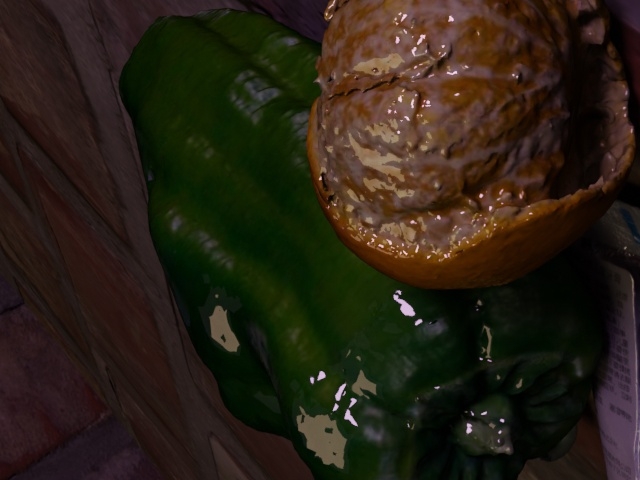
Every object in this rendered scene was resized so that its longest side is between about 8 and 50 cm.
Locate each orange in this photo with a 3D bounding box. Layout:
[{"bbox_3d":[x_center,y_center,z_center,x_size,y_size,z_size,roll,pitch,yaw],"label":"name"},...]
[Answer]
[{"bbox_3d":[0.063,-0.056,0.612,0.156,0.134,0.156,-3,-90,-77],"label":"orange"}]

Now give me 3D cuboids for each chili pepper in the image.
[{"bbox_3d":[-0.009,0.007,0.819,0.385,0.167,0.213,-129,28,-48],"label":"chili pepper"}]

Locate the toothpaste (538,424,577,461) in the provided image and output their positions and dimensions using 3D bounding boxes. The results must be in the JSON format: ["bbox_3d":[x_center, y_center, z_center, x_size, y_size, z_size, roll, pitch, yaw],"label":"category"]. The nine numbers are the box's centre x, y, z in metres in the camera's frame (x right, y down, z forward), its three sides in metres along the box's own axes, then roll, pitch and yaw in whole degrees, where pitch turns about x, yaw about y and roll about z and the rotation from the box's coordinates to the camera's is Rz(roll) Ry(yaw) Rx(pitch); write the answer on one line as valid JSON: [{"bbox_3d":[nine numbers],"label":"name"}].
[{"bbox_3d":[0.065,0.058,0.958,0.297,0.048,0.075,38,158,52],"label":"toothpaste"}]

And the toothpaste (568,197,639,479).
[{"bbox_3d":[0.178,0.110,0.729,0.114,0.073,0.299,34,144,59],"label":"toothpaste"}]
